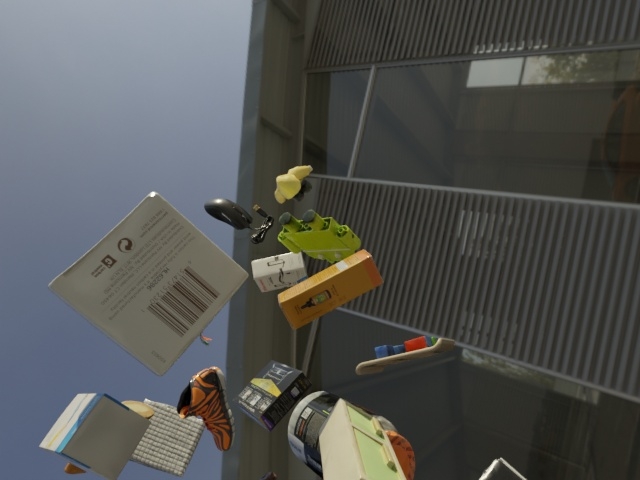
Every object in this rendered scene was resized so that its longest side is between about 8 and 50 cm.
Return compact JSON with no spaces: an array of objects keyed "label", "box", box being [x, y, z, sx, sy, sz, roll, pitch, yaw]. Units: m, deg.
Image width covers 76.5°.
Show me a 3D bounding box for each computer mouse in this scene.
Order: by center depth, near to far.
[{"label":"computer mouse","box":[-0.296,-0.111,1.549,0.060,0.262,0.184,-58,-1,38]}]

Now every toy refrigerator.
[{"label":"toy refrigerator","box":[0.069,0.377,0.691,0.094,0.102,0.269,-58,3,-1]}]

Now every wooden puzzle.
[{"label":"wooden puzzle","box":[0.339,0.441,1.611,0.322,0.348,0.080,27,-138,-60]}]

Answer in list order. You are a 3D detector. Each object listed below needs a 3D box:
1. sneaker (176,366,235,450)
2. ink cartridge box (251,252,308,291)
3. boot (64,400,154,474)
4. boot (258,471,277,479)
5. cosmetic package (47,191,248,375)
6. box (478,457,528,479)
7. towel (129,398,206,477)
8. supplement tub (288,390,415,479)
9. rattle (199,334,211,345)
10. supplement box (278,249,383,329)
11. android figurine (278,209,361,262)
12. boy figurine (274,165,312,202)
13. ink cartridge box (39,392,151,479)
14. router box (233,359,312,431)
[{"label":"sneaker","box":[-0.436,0.652,1.515,0.180,0.125,0.321,-11,-93,-52]},{"label":"ink cartridge box","box":[-0.162,0.129,1.648,0.148,0.203,0.086,78,180,-60]},{"label":"boot","box":[-0.749,0.701,1.451,0.211,0.104,0.295,-59,-20,-3]},{"label":"boot","box":[-0.212,0.687,0.964,0.248,0.090,0.207,-53,-20,3]},{"label":"cosmetic package","box":[-0.464,0.137,1.131,0.327,0.394,0.329,43,-117,-10]},{"label":"box","box":[0.585,0.968,1.115,0.297,0.480,0.471,-33,-45,-25]},{"label":"towel","box":[-0.654,0.825,1.695,0.121,0.284,0.235,123,169,-47]},{"label":"supplement tub","box":[0.067,0.502,0.996,0.194,0.316,0.193,3,-96,-30]},{"label":"rattle","box":[-0.503,0.323,1.518,0.143,0.130,0.199,-21,-52,-21]},{"label":"supplement box","box":[0.021,0.111,0.934,0.233,0.080,0.078,-27,-75,-5]},{"label":"android figurine","box":[0.000,0.000,1.216,0.273,0.248,0.056,45,-130,-48]},{"label":"boy figurine","box":[-0.095,-0.203,1.475,0.177,0.092,0.285,-46,1,6]},{"label":"ink cartridge box","box":[-0.646,0.555,1.164,0.171,0.233,0.168,47,-134,-24]},{"label":"router box","box":[-0.207,0.637,1.702,0.243,0.309,0.081,-42,-75,-27]}]
